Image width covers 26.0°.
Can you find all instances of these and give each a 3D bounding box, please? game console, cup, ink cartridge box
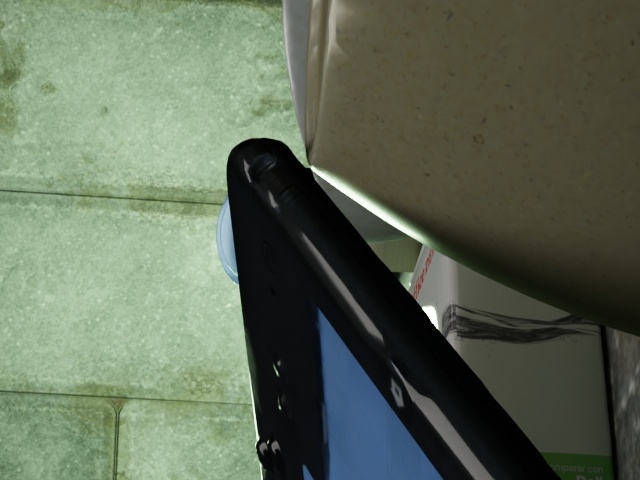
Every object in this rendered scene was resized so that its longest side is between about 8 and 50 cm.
[{"bbox_3d":[0.053,0.177,0.664,0.386,0.060,0.342,51,158,46],"label":"game console"},{"bbox_3d":[0.116,-0.109,0.675,0.331,0.237,0.331,-177,90,-86],"label":"cup"},{"bbox_3d":[0.135,0.120,1.047,0.198,0.115,0.273,102,170,-62],"label":"ink cartridge box"}]

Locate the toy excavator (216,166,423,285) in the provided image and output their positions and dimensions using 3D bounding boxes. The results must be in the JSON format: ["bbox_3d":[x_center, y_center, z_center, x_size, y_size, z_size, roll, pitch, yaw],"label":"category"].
[{"bbox_3d":[0.000,0.000,2.060,0.445,0.433,0.222,0,-85,-66],"label":"toy excavator"}]

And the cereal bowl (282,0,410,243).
[{"bbox_3d":[0.090,-0.169,1.272,0.339,0.141,0.339,-5,-90,-70],"label":"cereal bowl"}]
